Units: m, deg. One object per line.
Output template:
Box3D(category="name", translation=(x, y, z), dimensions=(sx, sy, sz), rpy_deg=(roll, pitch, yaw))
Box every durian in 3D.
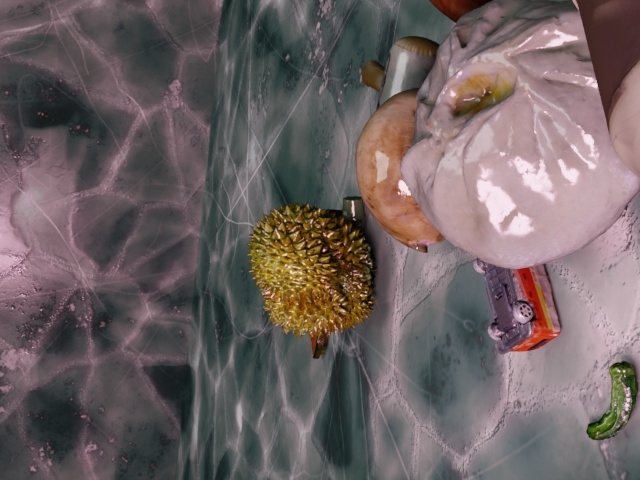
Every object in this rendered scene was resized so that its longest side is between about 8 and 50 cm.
Box3D(category="durian", translation=(-0.021, 0.058, 1.579), dimensions=(0.224, 0.291, 0.291), rpy_deg=(-32, 55, 44))

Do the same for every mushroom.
Box3D(category="mushroom", translation=(0.156, -0.105, 1.260), dimensions=(0.255, 0.184, 0.255), rpy_deg=(-7, -90, -73))

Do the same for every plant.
Box3D(category="plant", translation=(0.068, -0.038, 1.667), dimensions=(0.051, 0.051, 0.102), rpy_deg=(-141, 46, -64))

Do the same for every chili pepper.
Box3D(category="chili pepper", translation=(0.345, 0.197, 0.951), dimensions=(0.055, 0.035, 0.118), rpy_deg=(-96, 12, -57))

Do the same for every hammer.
Box3D(category="hammer", translation=(0.132, -0.281, 1.497), dimensions=(0.305, 0.113, 0.202), rpy_deg=(-126, 49, -66))

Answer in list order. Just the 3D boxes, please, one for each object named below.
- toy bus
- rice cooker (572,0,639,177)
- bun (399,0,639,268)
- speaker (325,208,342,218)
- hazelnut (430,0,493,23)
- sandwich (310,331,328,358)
Box3D(category="toy bus", translation=(0.267, 0.064, 1.108), dimensions=(0.079, 0.077, 0.174), rpy_deg=(127, 143, -53))
Box3D(category="rice cooker", translation=(0.361, -0.225, 0.628), dimensions=(0.335, 0.335, 0.325), rpy_deg=(136, 135, -59))
Box3D(category="bun", translation=(0.234, -0.133, 0.995), dimensions=(0.354, 0.194, 0.355), rpy_deg=(-12, 74, 47))
Box3D(category="speaker", translation=(0.000, 0.000, 1.833), dimensions=(0.191, 0.040, 0.046), rpy_deg=(126, 140, -51))
Box3D(category="hazelnut", translation=(0.235, -0.423, 1.226), dimensions=(0.170, 0.160, 0.202), rpy_deg=(-17, 31, 54))
Box3D(category="sandwich", translation=(-0.004, 0.206, 1.820), dimensions=(0.069, 0.026, 0.101), rpy_deg=(114, 155, -47))
